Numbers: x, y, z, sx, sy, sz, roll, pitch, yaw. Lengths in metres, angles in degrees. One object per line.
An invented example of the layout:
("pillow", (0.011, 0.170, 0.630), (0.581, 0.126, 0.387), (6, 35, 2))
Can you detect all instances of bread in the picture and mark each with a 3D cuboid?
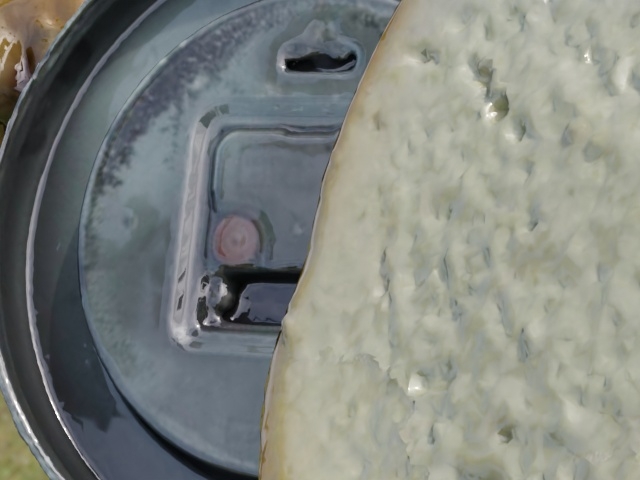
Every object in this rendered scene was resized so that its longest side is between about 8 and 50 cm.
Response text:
("bread", (0.091, 0.019, 0.326), (0.236, 0.070, 0.236), (-20, 57, 34))

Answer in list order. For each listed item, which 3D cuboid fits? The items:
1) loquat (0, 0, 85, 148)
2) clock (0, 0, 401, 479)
("loquat", (-0.169, -0.156, 1.280), (0.328, 0.328, 0.328), (-32, 24, 16))
("clock", (0.000, 0.001, 0.803), (0.313, 0.061, 0.312), (-4, 77, 20))
